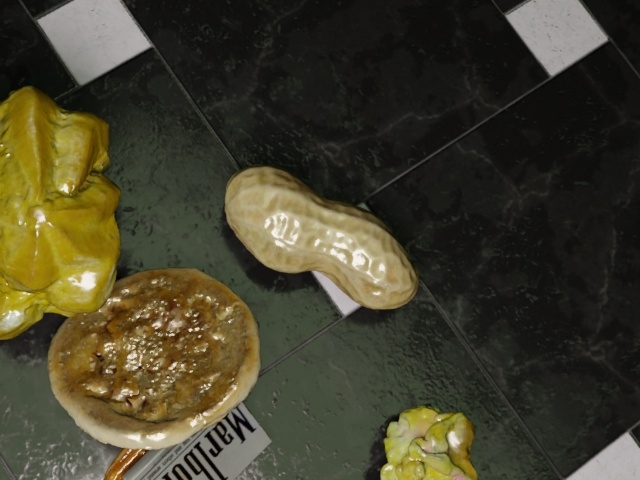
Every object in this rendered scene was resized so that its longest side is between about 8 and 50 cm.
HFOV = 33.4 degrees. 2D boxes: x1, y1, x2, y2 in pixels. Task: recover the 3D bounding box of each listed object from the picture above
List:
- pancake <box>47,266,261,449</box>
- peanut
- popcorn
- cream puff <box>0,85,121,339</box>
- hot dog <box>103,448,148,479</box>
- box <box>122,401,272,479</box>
[{"bbox_3d":[-0.216,0.146,1.384,0.282,0.049,0.282,-2,56,3],"label":"pancake"},{"bbox_3d":[0.000,0.000,1.461,0.298,0.120,0.136,26,69,-1],"label":"peanut"},{"bbox_3d":[0.143,0.293,1.415,0.125,0.126,0.145,50,56,-20],"label":"popcorn"},{"bbox_3d":[-0.395,-0.054,1.316,0.274,0.270,0.323,-4,64,-19],"label":"cream puff"},{"bbox_3d":[-0.212,0.273,1.400,0.071,0.045,0.165,40,74,4],"label":"hot dog"},{"bbox_3d":[-0.157,0.281,1.380,0.177,0.036,0.115,-43,121,-20],"label":"box"}]
